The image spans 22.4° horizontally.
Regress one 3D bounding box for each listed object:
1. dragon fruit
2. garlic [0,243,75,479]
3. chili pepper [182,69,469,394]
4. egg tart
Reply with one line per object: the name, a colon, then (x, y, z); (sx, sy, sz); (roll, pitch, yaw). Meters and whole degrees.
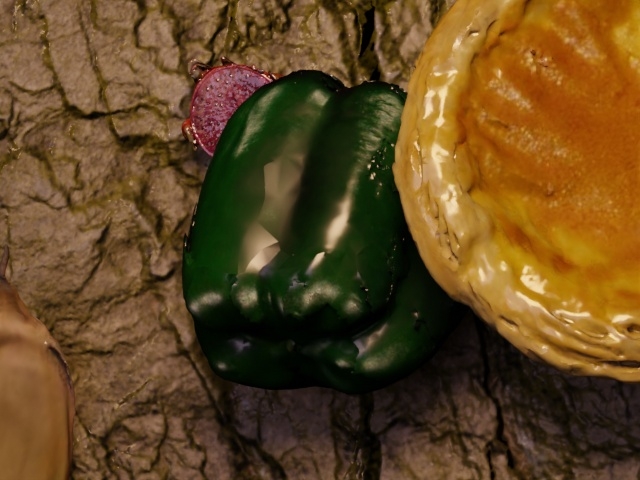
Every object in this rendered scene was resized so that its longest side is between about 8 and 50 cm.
dragon fruit: (-0.070, -0.117, 1.566); (0.126, 0.068, 0.112); (15, 100, 12)
garlic: (-0.305, 0.187, 1.521); (0.151, 0.196, 0.338); (18, 82, 10)
chili pepper: (0.000, 0.000, 1.394); (0.248, 0.233, 0.256); (-5, 45, 32)
egg tart: (0.246, -0.065, 1.320); (0.388, 0.169, 0.388); (1, 79, -6)
